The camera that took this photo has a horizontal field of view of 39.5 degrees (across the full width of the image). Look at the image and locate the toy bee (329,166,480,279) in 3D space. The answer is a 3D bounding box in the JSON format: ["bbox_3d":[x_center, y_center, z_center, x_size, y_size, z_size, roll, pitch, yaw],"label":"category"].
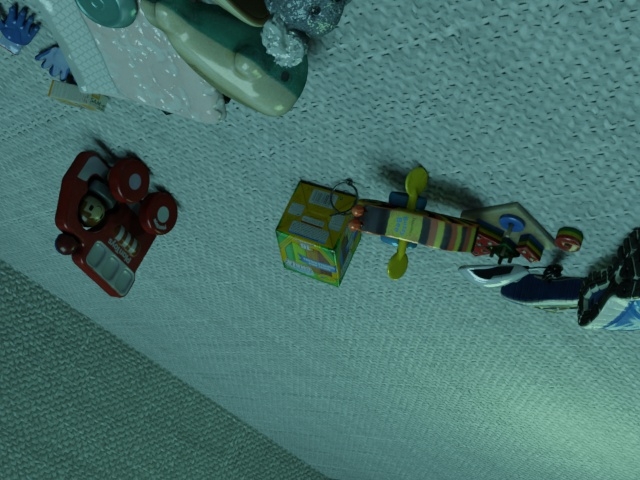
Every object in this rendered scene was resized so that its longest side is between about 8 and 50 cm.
[{"bbox_3d":[0.124,-0.025,1.602,0.298,0.195,0.162,-7,-178,28],"label":"toy bee"}]

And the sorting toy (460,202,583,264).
[{"bbox_3d":[0.333,-0.004,1.635,0.132,0.046,0.274,40,151,-29],"label":"sorting toy"}]

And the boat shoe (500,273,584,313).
[{"bbox_3d":[0.442,0.112,1.739,0.183,0.066,0.066,4,149,37],"label":"boat shoe"}]

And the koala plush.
[{"bbox_3d":[-0.038,-0.353,1.148,0.203,0.196,0.221,18,157,40],"label":"koala plush"}]

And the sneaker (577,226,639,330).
[{"bbox_3d":[0.571,0.073,1.521,0.147,0.130,0.330,11,157,-8],"label":"sneaker"}]

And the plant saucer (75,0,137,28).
[{"bbox_3d":[-0.346,-0.378,1.402,0.119,0.021,0.119,19,145,14],"label":"plant saucer"}]

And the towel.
[{"bbox_3d":[-0.330,-0.349,1.501,0.316,0.053,0.332,14,147,20],"label":"towel"}]

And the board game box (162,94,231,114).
[{"bbox_3d":[-0.263,-0.288,1.630,0.186,0.026,0.126,-2,144,43],"label":"board game box"}]

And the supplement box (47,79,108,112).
[{"bbox_3d":[-0.486,-0.288,1.787,0.098,0.036,0.062,15,177,20],"label":"supplement box"}]

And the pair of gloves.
[{"bbox_3d":[-0.540,-0.376,1.708,0.198,0.023,0.159,33,151,-20],"label":"pair of gloves"}]

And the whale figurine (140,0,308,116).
[{"bbox_3d":[-0.133,-0.302,1.337,0.272,0.141,0.216,33,180,-32],"label":"whale figurine"}]

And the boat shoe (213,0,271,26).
[{"bbox_3d":[-0.178,-0.415,1.232,0.302,0.109,0.098,42,157,-26],"label":"boat shoe"}]

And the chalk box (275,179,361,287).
[{"bbox_3d":[0.000,0.000,1.831,0.132,0.132,0.213,18,154,15],"label":"chalk box"}]

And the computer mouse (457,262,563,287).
[{"bbox_3d":[0.351,0.066,1.656,0.192,0.042,0.106,-1,175,1],"label":"computer mouse"}]

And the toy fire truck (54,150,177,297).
[{"bbox_3d":[-0.485,-0.042,2.028,0.169,0.254,0.302,6,149,32],"label":"toy fire truck"}]
